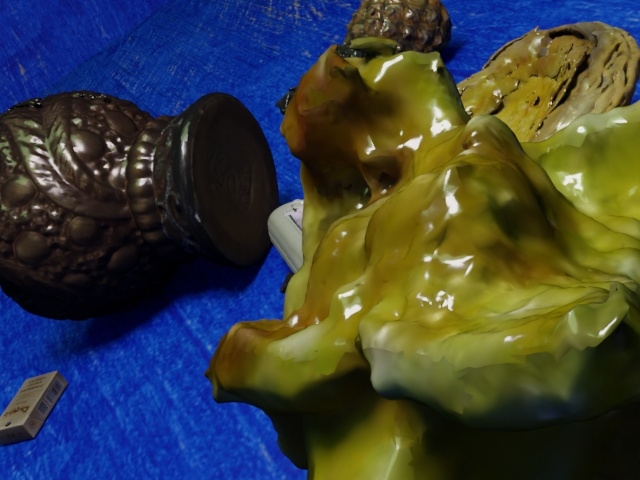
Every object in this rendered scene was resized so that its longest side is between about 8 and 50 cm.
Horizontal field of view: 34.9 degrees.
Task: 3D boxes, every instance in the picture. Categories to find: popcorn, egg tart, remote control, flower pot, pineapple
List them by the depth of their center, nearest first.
[{"bbox_3d":[0.111,0.051,0.570,0.326,0.290,0.321,-40,36,-4],"label":"popcorn"},{"bbox_3d":[0.165,-0.068,0.896,0.291,0.107,0.290,-38,22,19],"label":"egg tart"},{"bbox_3d":[0.000,0.000,1.010,0.078,0.042,0.221,-12,18,-11],"label":"remote control"},{"bbox_3d":[-0.205,-0.050,1.144,0.267,0.266,0.266,-6,36,24],"label":"flower pot"},{"bbox_3d":[0.052,-0.215,1.277,0.248,0.128,0.128,-47,28,-13],"label":"pineapple"}]

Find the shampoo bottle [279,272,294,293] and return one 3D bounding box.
[{"bbox_3d":[0.004,0.052,0.963,0.048,0.027,0.137,-32,24,-20],"label":"shampoo bottle"}]

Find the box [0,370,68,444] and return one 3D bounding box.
[{"bbox_3d":[-0.318,0.183,1.115,0.053,0.024,0.083,-17,32,31],"label":"box"}]
